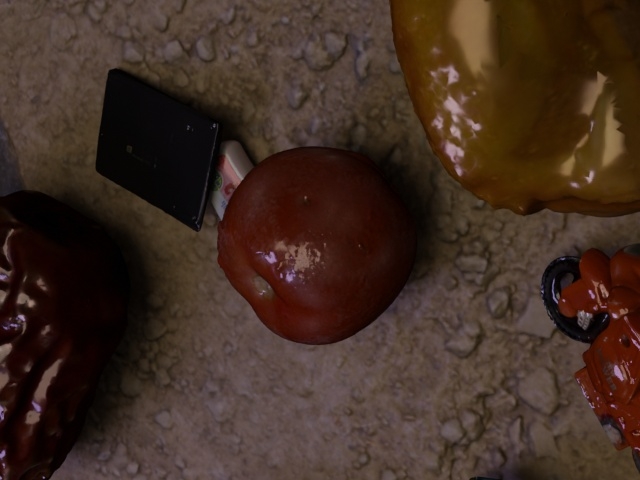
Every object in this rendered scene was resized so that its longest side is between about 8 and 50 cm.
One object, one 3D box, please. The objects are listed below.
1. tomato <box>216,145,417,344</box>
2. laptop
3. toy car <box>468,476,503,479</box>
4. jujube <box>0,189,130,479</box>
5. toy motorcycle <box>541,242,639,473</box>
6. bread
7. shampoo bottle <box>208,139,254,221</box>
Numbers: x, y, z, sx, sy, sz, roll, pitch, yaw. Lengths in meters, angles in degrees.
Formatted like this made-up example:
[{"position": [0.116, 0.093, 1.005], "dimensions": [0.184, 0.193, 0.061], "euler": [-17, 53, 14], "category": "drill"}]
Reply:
[{"position": [0.000, 0.000, 1.614], "dimensions": [0.208, 0.184, 0.208], "euler": [38, 151, 26], "category": "tomato"}, {"position": [-0.191, -0.105, 1.767], "dimensions": [0.197, 0.016, 0.135], "euler": [29, 115, 38], "category": "laptop"}, {"position": [0.196, 0.374, 1.594], "dimensions": [0.142, 0.200, 0.248], "euler": [8, 107, 5], "category": "toy car"}, {"position": [-0.380, 0.134, 1.823], "dimensions": [0.276, 0.276, 0.377], "euler": [32, 102, 20], "category": "jujube"}, {"position": [0.349, 0.134, 1.484], "dimensions": [0.221, 0.148, 0.325], "euler": [-38, 79, 51], "category": "toy motorcycle"}, {"position": [0.227, -0.200, 1.347], "dimensions": [0.250, 0.394, 0.361], "euler": [-12, 98, 46], "category": "bread"}, {"position": [-0.101, -0.066, 1.737], "dimensions": [0.072, 0.043, 0.099], "euler": [-38, 82, 30], "category": "shampoo bottle"}]
